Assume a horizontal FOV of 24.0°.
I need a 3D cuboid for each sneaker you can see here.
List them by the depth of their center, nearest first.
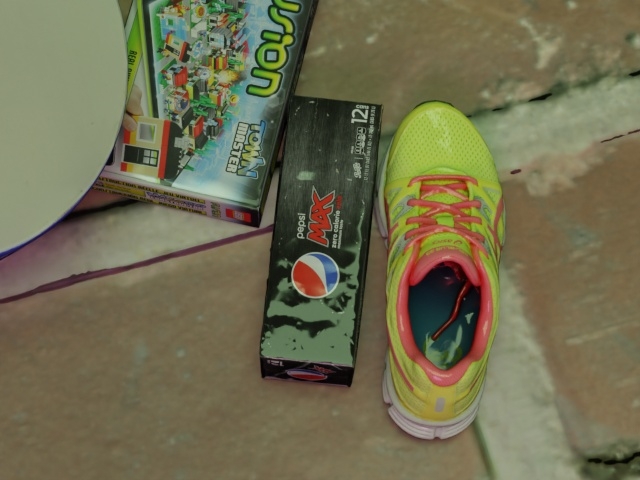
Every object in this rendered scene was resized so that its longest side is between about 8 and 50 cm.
[{"bbox_3d":[0.076,0.007,0.890,0.081,0.094,0.208,-1,70,0],"label":"sneaker"}]

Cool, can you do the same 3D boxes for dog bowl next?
[{"bbox_3d":[-0.246,-0.103,0.847,0.265,0.104,0.265,8,76,-33],"label":"dog bowl"}]

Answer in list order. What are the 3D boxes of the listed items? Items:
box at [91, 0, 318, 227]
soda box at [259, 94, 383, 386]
[{"bbox_3d":[-0.068,-0.120,0.958,0.114,0.036,0.207,13,72,2],"label":"box"},{"bbox_3d":[0.000,0.000,0.911,0.060,0.053,0.169,6,71,1],"label":"soda box"}]
